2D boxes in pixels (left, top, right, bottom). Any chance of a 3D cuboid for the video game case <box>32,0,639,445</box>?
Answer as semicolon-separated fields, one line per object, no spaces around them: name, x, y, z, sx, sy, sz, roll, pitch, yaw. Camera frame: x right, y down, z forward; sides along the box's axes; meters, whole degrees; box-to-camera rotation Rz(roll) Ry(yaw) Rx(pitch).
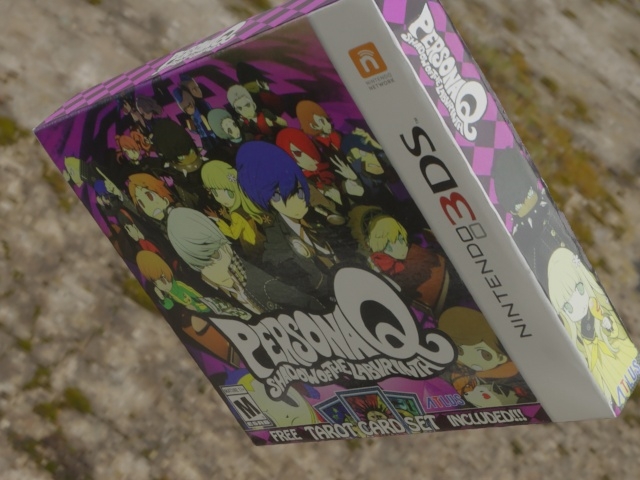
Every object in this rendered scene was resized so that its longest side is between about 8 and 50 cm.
video game case;0.000;0.000;0.586;0.042;0.232;0.210;-49;115;-40
